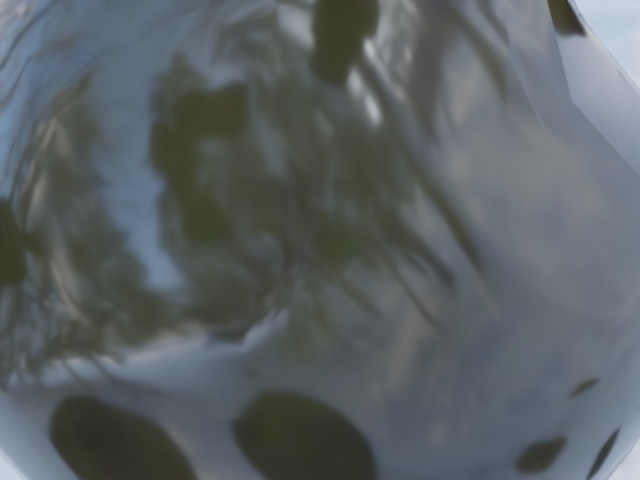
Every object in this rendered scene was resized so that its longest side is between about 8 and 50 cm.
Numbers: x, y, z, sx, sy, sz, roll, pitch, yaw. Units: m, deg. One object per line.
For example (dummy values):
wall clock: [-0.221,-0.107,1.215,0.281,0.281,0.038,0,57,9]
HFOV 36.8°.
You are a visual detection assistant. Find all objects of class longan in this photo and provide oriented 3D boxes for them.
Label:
longan: [0.000,0.000,0.503,0.404,0.404,0.336,-34,30,-1]
